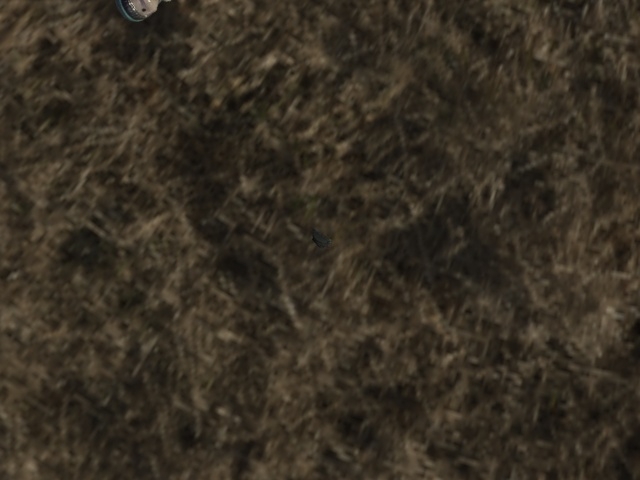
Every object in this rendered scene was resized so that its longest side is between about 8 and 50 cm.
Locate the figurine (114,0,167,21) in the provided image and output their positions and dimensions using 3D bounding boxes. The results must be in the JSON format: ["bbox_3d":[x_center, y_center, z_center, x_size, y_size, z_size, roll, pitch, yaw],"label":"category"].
[{"bbox_3d":[-0.183,-0.284,1.596,0.106,0.047,0.060,-23,127,13],"label":"figurine"}]

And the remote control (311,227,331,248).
[{"bbox_3d":[0.000,0.000,1.947,0.034,0.091,0.016,30,87,4],"label":"remote control"}]
